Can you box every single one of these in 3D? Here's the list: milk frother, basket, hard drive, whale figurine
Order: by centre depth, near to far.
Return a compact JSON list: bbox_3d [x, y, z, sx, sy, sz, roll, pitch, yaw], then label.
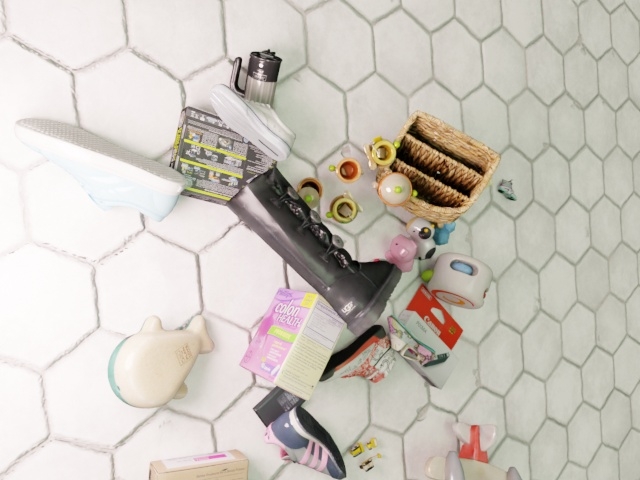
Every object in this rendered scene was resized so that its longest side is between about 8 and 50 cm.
[{"bbox_3d":[-0.381,0.280,1.206,0.272,0.141,0.216,-34,109,-52],"label":"whale figurine"},{"bbox_3d":[-0.158,-0.436,1.349,0.143,0.129,0.134,-38,150,-55],"label":"milk frother"},{"bbox_3d":[-0.113,0.459,1.410,0.135,0.022,0.094,-39,109,-26],"label":"hard drive"},{"bbox_3d":[0.335,-0.202,1.508,0.299,0.223,0.213,31,70,0],"label":"basket"}]

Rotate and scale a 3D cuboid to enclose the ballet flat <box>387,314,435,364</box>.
[{"bbox_3d":[0.267,0.318,1.552,0.221,0.077,0.079,42,87,-25],"label":"ballet flat"}]

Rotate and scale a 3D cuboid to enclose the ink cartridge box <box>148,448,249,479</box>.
[{"bbox_3d":[-0.306,0.642,1.255,0.235,0.088,0.193,6,85,-30],"label":"ink cartridge box"}]

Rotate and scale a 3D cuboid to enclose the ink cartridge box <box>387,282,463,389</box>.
[{"bbox_3d":[0.371,0.320,1.685,0.275,0.060,0.238,46,69,-23],"label":"ink cartridge box"}]

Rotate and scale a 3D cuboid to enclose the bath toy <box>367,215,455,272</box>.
[{"bbox_3d":[0.276,0.033,1.587,0.348,0.129,0.151,-35,108,-26],"label":"bath toy"}]

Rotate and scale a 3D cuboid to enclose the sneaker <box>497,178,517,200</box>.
[{"bbox_3d":[0.718,-0.198,1.906,0.098,0.038,0.069,31,75,-28],"label":"sneaker"}]

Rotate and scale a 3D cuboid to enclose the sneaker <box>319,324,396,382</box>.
[{"bbox_3d":[0.117,0.383,1.511,0.270,0.090,0.144,-32,104,-30],"label":"sneaker"}]

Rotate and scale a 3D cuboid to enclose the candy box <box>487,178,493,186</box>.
[{"bbox_3d":[0.534,-0.221,1.802,0.206,0.027,0.105,-23,99,-29],"label":"candy box"}]

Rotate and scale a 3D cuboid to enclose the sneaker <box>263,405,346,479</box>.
[{"bbox_3d":[-0.040,0.588,1.422,0.131,0.112,0.319,-31,119,6],"label":"sneaker"}]

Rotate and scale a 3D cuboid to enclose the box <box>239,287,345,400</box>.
[{"bbox_3d":[-0.072,0.262,1.324,0.117,0.214,0.242,36,72,-27],"label":"box"}]

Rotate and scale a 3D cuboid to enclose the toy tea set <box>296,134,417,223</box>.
[{"bbox_3d":[0.100,-0.149,1.408,0.336,0.124,0.199,-26,99,-1],"label":"toy tea set"}]

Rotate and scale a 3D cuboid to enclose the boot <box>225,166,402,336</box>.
[{"bbox_3d":[0.000,0.000,1.316,0.445,0.367,0.146,43,107,1],"label":"boot"}]

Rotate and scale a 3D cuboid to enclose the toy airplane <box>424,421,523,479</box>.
[{"bbox_3d":[0.530,0.796,1.654,0.386,0.273,0.384,-25,102,-29],"label":"toy airplane"}]

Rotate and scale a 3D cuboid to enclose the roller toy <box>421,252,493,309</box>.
[{"bbox_3d":[0.463,0.129,1.662,0.209,0.191,0.146,32,73,-27],"label":"roller toy"}]

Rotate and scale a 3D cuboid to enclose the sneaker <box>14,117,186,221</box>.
[{"bbox_3d":[-0.499,-0.141,1.121,0.366,0.135,0.150,23,107,-14],"label":"sneaker"}]

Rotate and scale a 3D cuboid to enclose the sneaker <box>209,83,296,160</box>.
[{"bbox_3d":[-0.168,-0.311,1.281,0.258,0.094,0.091,41,58,-33],"label":"sneaker"}]

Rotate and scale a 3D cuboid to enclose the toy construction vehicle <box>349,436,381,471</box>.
[{"bbox_3d":[0.139,0.661,1.561,0.098,0.035,0.085,-22,90,-32],"label":"toy construction vehicle"}]

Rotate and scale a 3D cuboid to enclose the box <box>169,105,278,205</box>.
[{"bbox_3d":[-0.246,-0.201,1.310,0.270,0.060,0.216,13,84,-30],"label":"box"}]
